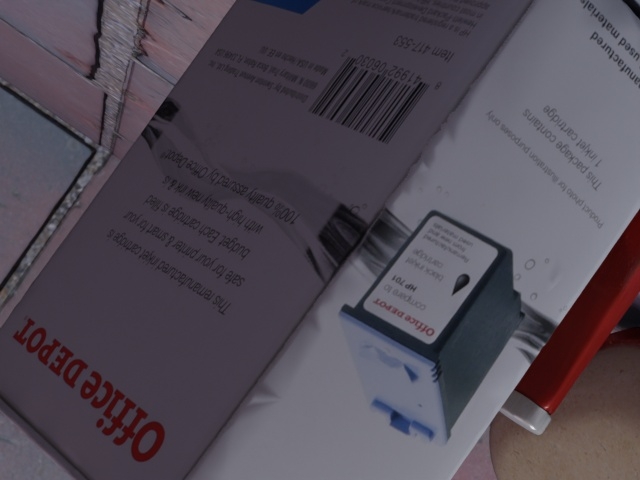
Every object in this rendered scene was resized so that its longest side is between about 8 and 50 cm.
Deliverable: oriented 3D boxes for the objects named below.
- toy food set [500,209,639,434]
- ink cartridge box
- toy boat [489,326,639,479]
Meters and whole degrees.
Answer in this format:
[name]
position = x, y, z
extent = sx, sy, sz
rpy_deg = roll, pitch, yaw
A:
[toy food set]
position = 0.066, 0.013, 0.717
extent = 0.111, 0.104, 0.232
rpy_deg = 33, 175, 14
[ink cartridge box]
position = 0.000, 0.000, 0.531
extent = 0.082, 0.190, 0.140
rpy_deg = 38, 174, -33
[toy boat]
position = 0.204, 0.147, 0.958
extent = 0.151, 0.151, 0.231
rpy_deg = -21, 94, 48
